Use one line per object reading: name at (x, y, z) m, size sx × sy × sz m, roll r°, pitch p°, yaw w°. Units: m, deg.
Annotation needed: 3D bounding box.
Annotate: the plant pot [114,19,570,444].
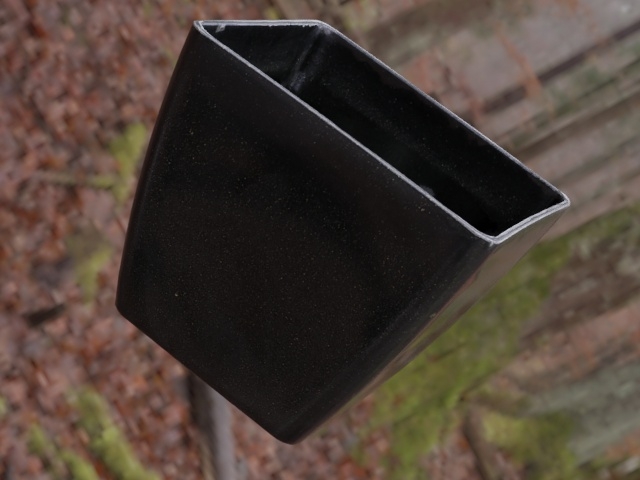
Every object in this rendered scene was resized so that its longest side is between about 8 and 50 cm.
plant pot at (0.000, 0.000, 0.835) m, size 0.188 × 0.167 × 0.187 m, roll 36°, pitch 19°, yaw 13°
